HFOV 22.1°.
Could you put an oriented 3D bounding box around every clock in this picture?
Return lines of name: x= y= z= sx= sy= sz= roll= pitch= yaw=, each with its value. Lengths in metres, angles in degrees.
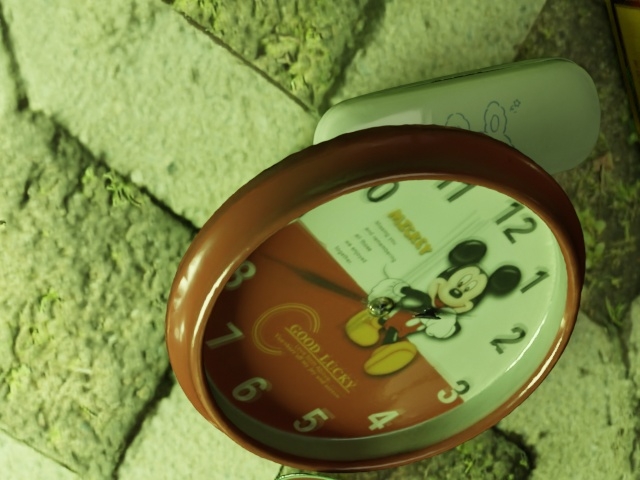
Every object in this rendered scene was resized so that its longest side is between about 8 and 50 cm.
clock: x=0.042 y=0.045 z=1.206 sx=0.318 sy=0.080 sz=0.318 roll=-8 pitch=130 yaw=-10

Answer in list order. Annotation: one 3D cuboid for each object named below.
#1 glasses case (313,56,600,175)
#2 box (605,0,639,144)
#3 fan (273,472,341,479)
glasses case: x=0.107 y=-0.081 z=1.251 sx=0.233 sy=0.059 sz=0.092 roll=-12 pitch=105 yaw=-18
box: x=0.360 y=-0.094 z=1.328 sx=0.193 sy=0.084 sz=0.301 roll=-22 pitch=109 yaw=-14
fan: x=0.010 y=0.218 z=1.296 sx=0.085 sy=0.005 sz=0.133 roll=-11 pitch=138 yaw=27
